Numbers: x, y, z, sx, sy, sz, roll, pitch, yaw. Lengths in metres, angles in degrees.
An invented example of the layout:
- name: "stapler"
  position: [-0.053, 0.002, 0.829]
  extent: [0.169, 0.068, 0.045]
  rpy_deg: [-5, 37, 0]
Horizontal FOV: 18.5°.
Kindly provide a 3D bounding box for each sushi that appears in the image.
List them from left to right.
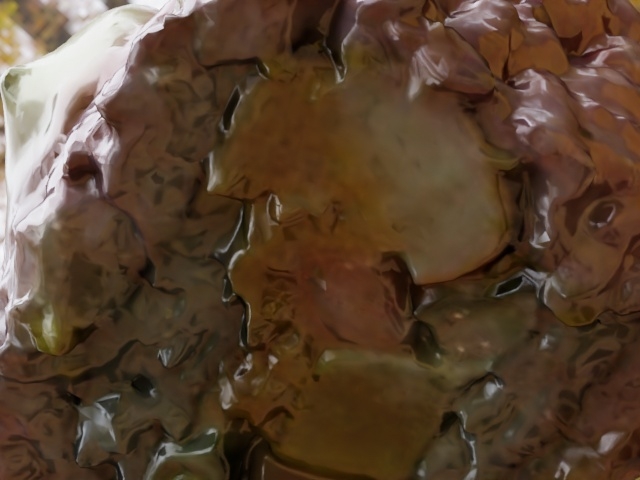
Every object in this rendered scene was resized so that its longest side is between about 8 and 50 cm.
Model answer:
- name: "sushi"
  position: [0.000, 0.000, 0.661]
  extent: [0.171, 0.236, 0.270]
  rpy_deg: [-73, 7, -54]
